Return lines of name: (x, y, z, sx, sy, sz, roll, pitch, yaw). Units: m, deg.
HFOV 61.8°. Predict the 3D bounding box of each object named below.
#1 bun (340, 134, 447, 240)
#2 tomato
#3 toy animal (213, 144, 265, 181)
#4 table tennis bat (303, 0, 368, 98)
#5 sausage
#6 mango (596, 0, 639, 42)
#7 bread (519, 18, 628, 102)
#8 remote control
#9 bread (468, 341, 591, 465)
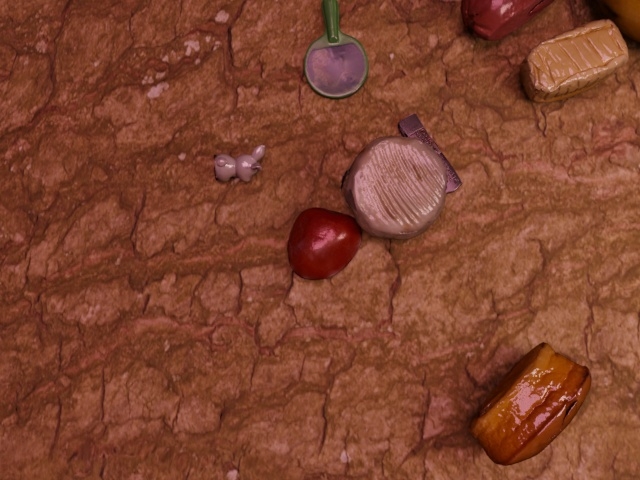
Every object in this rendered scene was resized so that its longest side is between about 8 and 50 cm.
bun: (0.163, -0.115, 1.206, 0.239, 0.141, 0.239, 0, 86, -1)
tomato: (0.004, 0.007, 1.228, 0.166, 0.082, 0.174, 16, 81, 6)
toy animal: (-0.192, -0.181, 1.277, 0.124, 0.085, 0.071, 1, 64, -1)
table tennis bat: (0.034, -0.475, 1.321, 0.160, 0.039, 0.257, -6, 84, 1)
sausage: (0.456, -0.581, 1.248, 0.279, 0.152, 0.152, -35, 81, -2)
mango: (0.828, -0.559, 1.191, 0.445, 0.220, 0.301, 21, 78, -3)
bread: (0.576, -0.407, 1.234, 0.236, 0.106, 0.140, -21, 82, 1)
remote control: (0.258, -0.204, 1.268, 0.059, 0.028, 0.212, -30, 81, -4)
bread: (0.428, 0.338, 1.095, 0.142, 0.195, 0.270, 41, 84, 18)
